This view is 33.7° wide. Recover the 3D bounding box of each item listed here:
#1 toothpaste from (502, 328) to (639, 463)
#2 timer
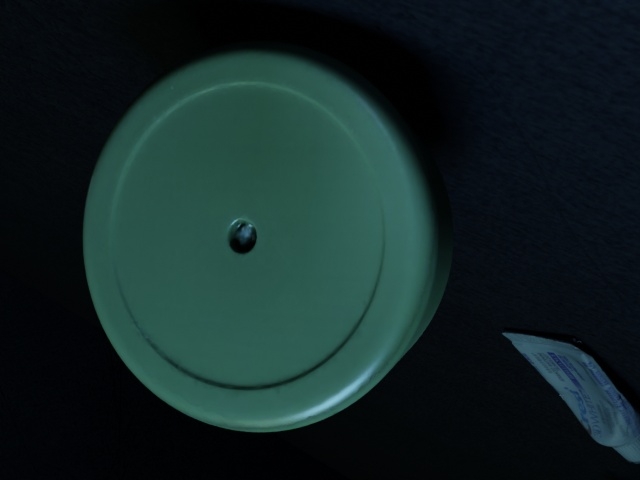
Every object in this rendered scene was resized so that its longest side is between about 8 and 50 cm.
[{"bbox_3d":[0.341,0.196,1.319,0.099,0.068,0.282,-24,129,30],"label":"toothpaste"},{"bbox_3d":[0.000,0.000,0.913,0.290,0.291,0.315,17,-175,22],"label":"timer"}]
